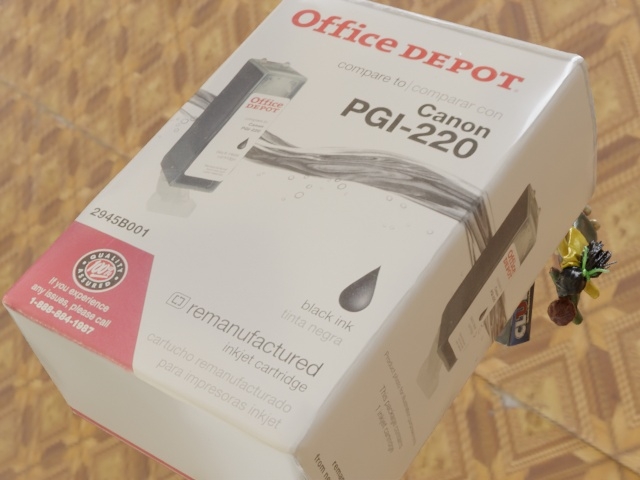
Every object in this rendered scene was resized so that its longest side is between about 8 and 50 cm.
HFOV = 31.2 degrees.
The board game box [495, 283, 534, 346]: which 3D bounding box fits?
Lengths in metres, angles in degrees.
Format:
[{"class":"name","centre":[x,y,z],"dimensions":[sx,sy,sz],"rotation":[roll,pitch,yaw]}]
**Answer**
[{"class":"board game box","centre":[0.180,0.025,1.526],"dimensions":[0.243,0.042,0.165],"rotation":[21,116,47]}]

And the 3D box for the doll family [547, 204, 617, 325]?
[{"class":"doll family","centre":[0.205,-0.007,1.012],"dimensions":[0.076,0.193,0.111],"rotation":[-24,25,34]}]

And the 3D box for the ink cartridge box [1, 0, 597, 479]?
[{"class":"ink cartridge box","centre":[0.000,0.000,0.496],"dimensions":[0.158,0.092,0.218],"rotation":[22,58,30]}]
